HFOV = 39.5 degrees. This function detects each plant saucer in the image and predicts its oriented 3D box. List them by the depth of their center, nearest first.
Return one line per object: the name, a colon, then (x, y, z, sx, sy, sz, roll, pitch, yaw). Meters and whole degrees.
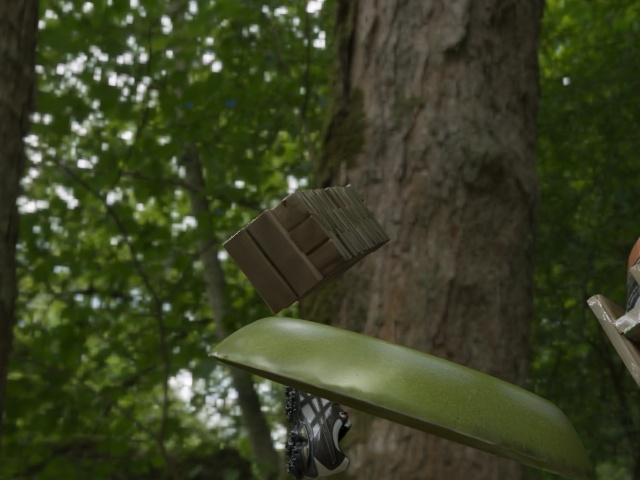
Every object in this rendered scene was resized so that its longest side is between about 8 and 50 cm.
plant saucer: (0.051, 0.092, 0.545, 0.241, 0.037, 0.241, 18, -10, 3)

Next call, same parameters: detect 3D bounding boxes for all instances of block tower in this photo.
block tower: (0.000, 0.000, 1.024, 0.091, 0.097, 0.335, -37, -2, 13)

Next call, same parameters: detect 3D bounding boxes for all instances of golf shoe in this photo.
golf shoe: (-0.003, 0.247, 1.278, 0.094, 0.198, 0.077, 4, -34, -10)

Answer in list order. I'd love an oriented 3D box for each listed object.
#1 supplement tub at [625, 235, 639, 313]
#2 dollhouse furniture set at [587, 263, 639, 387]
supplement tub: (0.590, 0.075, 1.421, 0.194, 0.193, 0.316, -6, 18, 22)
dollhouse furniture set: (0.360, 0.073, 0.627, 0.242, 0.161, 0.212, 26, -58, -41)
